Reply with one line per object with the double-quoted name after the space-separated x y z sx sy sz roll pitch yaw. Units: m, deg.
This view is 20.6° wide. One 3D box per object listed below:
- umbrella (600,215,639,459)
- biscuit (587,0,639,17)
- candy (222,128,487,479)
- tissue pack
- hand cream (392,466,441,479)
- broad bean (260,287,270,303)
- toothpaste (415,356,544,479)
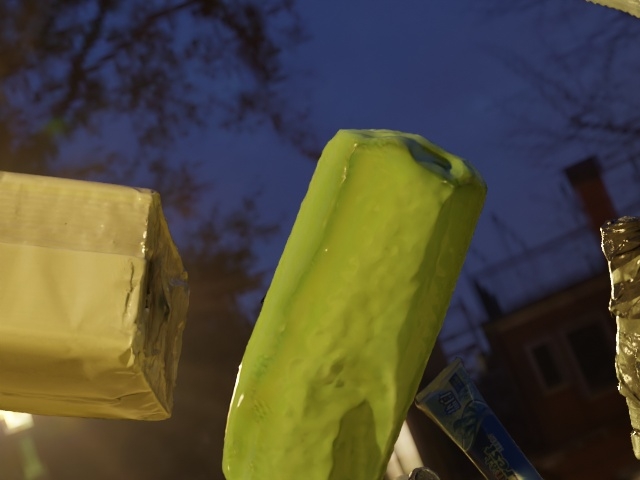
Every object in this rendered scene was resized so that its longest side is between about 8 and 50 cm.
0.241 0.075 1.340 0.046 0.188 0.050 -1 8 35 "umbrella"
0.313 -0.322 1.430 0.079 0.186 0.309 23 -87 -49 "biscuit"
0.025 0.072 1.499 0.142 0.132 0.344 11 -79 -52 "candy"
-0.342 0.056 1.862 0.380 0.207 0.297 5 -19 6 "tissue pack"
0.049 0.297 1.733 0.080 0.050 0.234 14 -43 -21 "hand cream"
0.008 0.002 1.871 0.195 0.061 0.046 -59 11 -19 "broad bean"
0.196 0.238 1.989 0.047 0.268 0.069 -1 -55 -31 "toothpaste"
